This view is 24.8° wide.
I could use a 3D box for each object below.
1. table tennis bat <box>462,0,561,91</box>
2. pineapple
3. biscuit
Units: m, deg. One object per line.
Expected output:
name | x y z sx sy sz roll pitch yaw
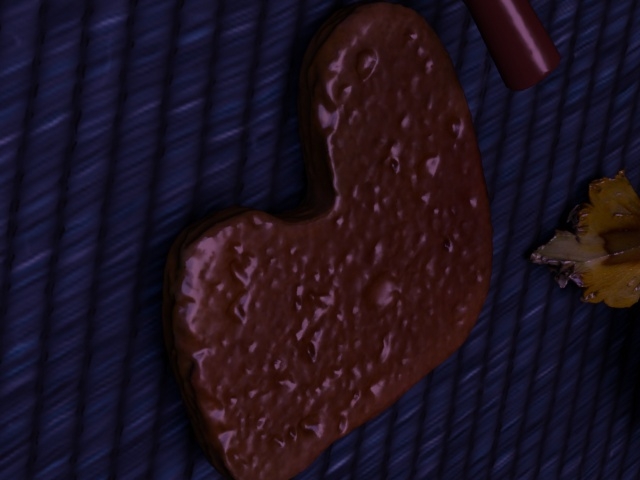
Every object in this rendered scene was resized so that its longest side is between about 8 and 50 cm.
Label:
table tennis bat | 0.064 -0.225 0.881 0.200 0.038 0.310 -31 117 5
pineapple | 0.219 0.010 1.149 0.114 0.077 0.114 -16 111 -24
biscuit | -0.001 0.000 0.954 0.277 0.052 0.262 -36 121 -28
